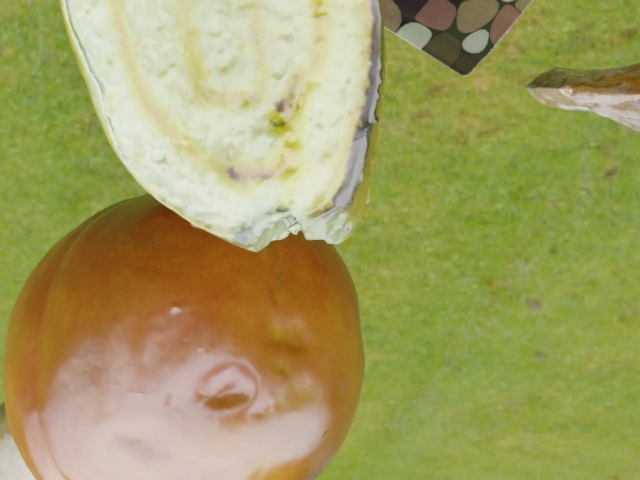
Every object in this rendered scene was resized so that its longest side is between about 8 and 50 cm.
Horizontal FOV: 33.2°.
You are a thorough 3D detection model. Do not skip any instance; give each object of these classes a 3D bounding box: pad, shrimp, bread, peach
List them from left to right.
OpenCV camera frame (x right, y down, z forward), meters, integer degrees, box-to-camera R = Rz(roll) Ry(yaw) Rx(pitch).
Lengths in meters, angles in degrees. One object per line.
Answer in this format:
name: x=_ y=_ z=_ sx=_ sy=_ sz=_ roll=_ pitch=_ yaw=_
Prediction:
peach: x=-0.127 y=0.097 z=1.002 sx=0.343 sy=0.301 sz=0.343 roll=-1 pitch=164 yaw=0
bread: x=-0.050 y=-0.114 z=0.651 sx=0.186 sy=0.257 sz=0.124 roll=-11 pitch=-168 yaw=2
pad: x=0.122 y=-0.302 z=1.244 sx=0.235 sy=0.158 sz=0.003 roll=36 pitch=168 yaw=18
shrimp: x=0.283 y=-0.127 z=0.959 sx=0.168 sy=0.077 sz=0.317 roll=-1 pitch=-170 yaw=-2

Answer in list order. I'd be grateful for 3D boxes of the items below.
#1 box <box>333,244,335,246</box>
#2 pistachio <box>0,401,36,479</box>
box: x=0.000 y=0.000 z=1.314 sx=0.035 sy=0.139 sz=0.245 roll=-5 pitch=179 yaw=0
pistachio: x=-0.307 y=0.259 z=1.220 sx=0.126 sy=0.185 sz=0.108 roll=-30 pitch=-175 yaw=-16
